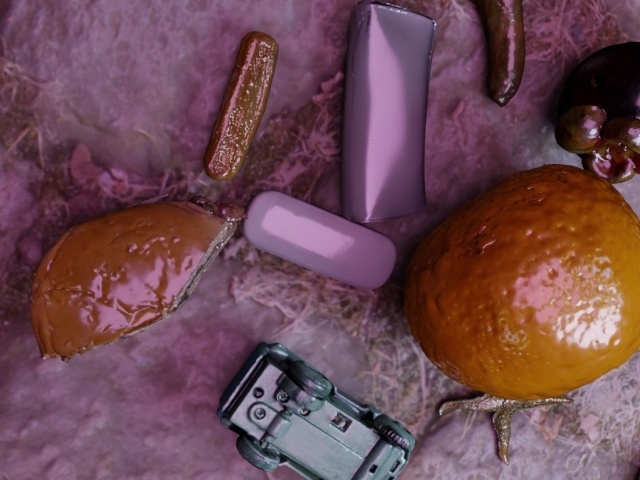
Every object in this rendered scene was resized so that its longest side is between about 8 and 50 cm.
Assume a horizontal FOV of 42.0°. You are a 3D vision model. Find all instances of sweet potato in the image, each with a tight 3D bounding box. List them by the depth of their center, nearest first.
[{"bbox_3d":[0.262,-0.334,1.219,0.075,0.075,0.273,-13,103,-9],"label":"sweet potato"}]

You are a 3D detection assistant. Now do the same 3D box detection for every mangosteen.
[{"bbox_3d":[0.442,-0.184,1.204,0.210,0.210,0.209,-2,98,-11],"label":"mangosteen"}]

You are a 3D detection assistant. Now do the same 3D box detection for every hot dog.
[{"bbox_3d":[-0.112,-0.187,1.174,0.066,0.047,0.215,15,94,-27],"label":"hot dog"}]

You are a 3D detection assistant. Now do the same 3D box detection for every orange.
[{"bbox_3d":[0.289,0.066,1.141,0.341,0.340,0.293,-35,90,-5],"label":"orange"}]

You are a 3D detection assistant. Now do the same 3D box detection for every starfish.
[{"bbox_3d":[0.296,0.255,1.322,0.224,0.050,0.216,-9,107,-5],"label":"starfish"}]

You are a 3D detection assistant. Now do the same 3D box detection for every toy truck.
[{"bbox_3d":[-0.005,0.270,1.199,0.279,0.156,0.155,35,90,-14],"label":"toy truck"}]

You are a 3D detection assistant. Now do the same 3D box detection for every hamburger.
[{"bbox_3d":[-0.258,0.047,1.126,0.245,0.155,0.282,21,88,-6],"label":"hamburger"}]

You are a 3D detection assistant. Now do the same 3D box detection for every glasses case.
[{"bbox_3d":[0.095,-0.181,1.199,0.128,0.083,0.308,1,97,-17],"label":"glasses case"},{"bbox_3d":[0.000,0.000,1.214,0.234,0.059,0.092,20,95,-14],"label":"glasses case"}]

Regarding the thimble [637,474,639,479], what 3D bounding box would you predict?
[{"bbox_3d":[0.624,0.469,1.359,0.196,0.148,0.229,1,99,-12],"label":"thimble"}]
